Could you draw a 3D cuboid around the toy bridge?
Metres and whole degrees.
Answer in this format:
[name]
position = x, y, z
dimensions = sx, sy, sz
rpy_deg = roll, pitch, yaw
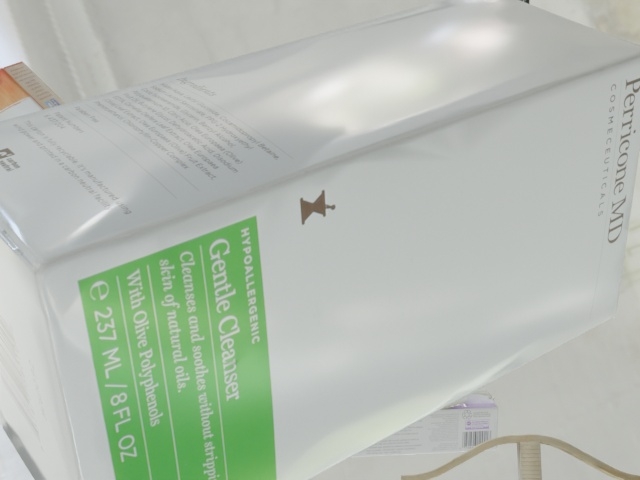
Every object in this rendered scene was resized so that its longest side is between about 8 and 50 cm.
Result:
[toy bridge]
position = 0.151, 0.171, 0.725
dimensions = 0.026, 0.188, 0.063
rpy_deg = 67, -158, -76

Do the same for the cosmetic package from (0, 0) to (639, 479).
[cosmetic package]
position = 0.000, 0.000, 0.572
dimensions = 0.365, 0.155, 0.197
rpy_deg = -22, -54, -27

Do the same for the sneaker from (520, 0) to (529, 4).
[sneaker]
position = 0.161, -0.205, 0.865
dimensions = 0.065, 0.061, 0.158
rpy_deg = 52, -176, 0

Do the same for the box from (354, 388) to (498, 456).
[box]
position = 0.065, 0.236, 1.301
dimensions = 0.324, 0.063, 0.067
rpy_deg = -3, -76, -5

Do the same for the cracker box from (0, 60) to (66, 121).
[cracker box]
position = -0.311, -0.063, 1.140
dimensions = 0.232, 0.156, 0.067
rpy_deg = 45, -163, -8

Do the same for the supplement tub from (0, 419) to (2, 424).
[supplement tub]
position = -0.444, 0.057, 1.301
dimensions = 0.235, 0.235, 0.325
rpy_deg = -14, -111, -48
